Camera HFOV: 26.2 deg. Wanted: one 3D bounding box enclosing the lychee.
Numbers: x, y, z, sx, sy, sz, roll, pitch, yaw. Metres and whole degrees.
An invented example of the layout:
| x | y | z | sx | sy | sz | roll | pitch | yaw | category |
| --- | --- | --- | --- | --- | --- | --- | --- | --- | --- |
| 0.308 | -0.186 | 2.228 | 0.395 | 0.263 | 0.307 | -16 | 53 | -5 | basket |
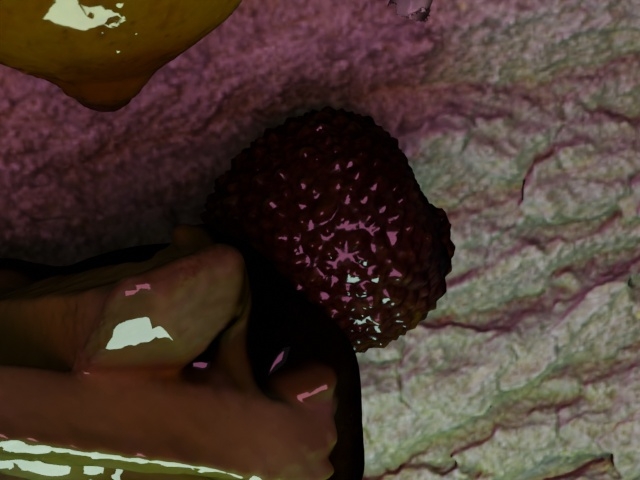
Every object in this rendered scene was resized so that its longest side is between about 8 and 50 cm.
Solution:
| x | y | z | sx | sy | sz | roll | pitch | yaw | category |
| --- | --- | --- | --- | --- | --- | --- | --- | --- | --- |
| 0.000 | 0.000 | 0.972 | 0.188 | 0.188 | 0.188 | -4 | 115 | -9 | lychee |

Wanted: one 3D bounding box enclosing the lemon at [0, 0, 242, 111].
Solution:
| x | y | z | sx | sy | sz | roll | pitch | yaw | category |
| --- | --- | --- | --- | --- | --- | --- | --- | --- | --- |
| -0.147 | -0.226 | 0.787 | 0.258 | 0.258 | 0.310 | -14 | 111 | -4 | lemon |

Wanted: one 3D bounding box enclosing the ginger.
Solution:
| x | y | z | sx | sy | sz | roll | pitch | yaw | category |
| --- | --- | --- | --- | --- | --- | --- | --- | --- | --- |
| -0.157 | 0.159 | 0.926 | 0.358 | 0.211 | 0.413 | 7 | 134 | 20 | ginger |

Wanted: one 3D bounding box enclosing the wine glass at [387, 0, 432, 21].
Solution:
| x | y | z | sx | sy | sz | roll | pitch | yaw | category |
| --- | --- | --- | --- | --- | --- | --- | --- | --- | --- |
| 0.076 | -0.197 | 0.968 | 0.039 | 0.042 | 0.083 | 26 | 116 | 20 | wine glass |
